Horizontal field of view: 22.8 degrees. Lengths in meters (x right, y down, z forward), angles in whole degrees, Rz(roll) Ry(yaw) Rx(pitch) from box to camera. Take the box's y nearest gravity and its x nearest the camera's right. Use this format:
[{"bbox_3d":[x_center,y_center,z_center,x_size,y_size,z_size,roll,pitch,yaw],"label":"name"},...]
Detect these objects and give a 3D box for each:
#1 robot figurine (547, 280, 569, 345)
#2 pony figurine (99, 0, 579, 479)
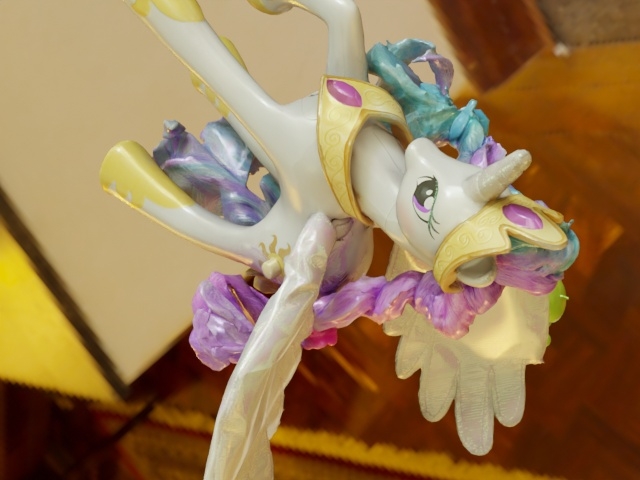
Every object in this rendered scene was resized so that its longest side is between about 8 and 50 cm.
[{"bbox_3d":[0.196,0.066,1.588,0.115,0.067,0.101,-33,55,27],"label":"robot figurine"},{"bbox_3d":[0.000,0.000,1.032,0.363,0.303,0.351,41,141,31],"label":"pony figurine"}]
